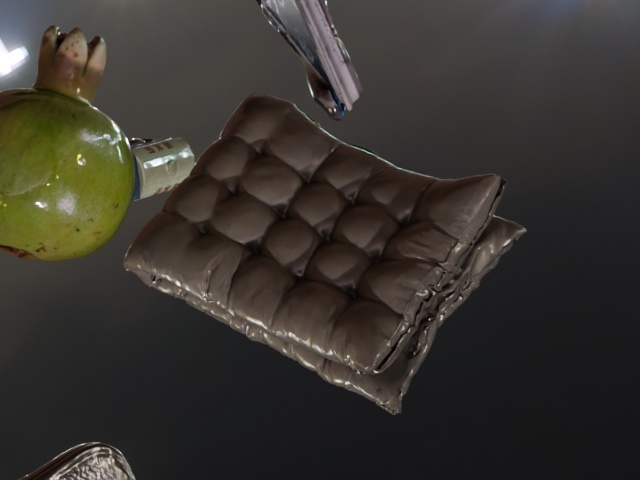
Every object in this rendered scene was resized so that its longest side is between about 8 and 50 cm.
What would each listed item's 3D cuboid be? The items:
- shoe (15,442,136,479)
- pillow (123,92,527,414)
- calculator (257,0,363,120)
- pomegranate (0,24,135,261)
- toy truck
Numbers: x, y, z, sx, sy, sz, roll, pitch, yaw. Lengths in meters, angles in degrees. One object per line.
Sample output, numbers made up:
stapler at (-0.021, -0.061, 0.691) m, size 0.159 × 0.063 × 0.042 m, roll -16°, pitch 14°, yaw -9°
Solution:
shoe at (-0.265, 0.257, 1.511) m, size 0.241 × 0.108 × 0.093 m, roll -32°, pitch -168°, yaw -34°
pillow at (0.000, 0.000, 1.679) m, size 0.326 × 0.101 × 0.228 m, roll 23°, pitch -114°, yaw 33°
calculator at (-0.050, -0.204, 1.041) m, size 0.028 × 0.274 × 0.166 m, roll -28°, pitch -142°, yaw -3°
pomegranate at (-0.244, -0.080, 1.619) m, size 0.179 × 0.179 × 0.210 m, roll -82°, pitch -164°, yaw -72°
toy truck at (-0.223, -0.079, 2.138) m, size 0.088 × 0.074 × 0.201 m, roll 0°, pitch -170°, yaw 26°
